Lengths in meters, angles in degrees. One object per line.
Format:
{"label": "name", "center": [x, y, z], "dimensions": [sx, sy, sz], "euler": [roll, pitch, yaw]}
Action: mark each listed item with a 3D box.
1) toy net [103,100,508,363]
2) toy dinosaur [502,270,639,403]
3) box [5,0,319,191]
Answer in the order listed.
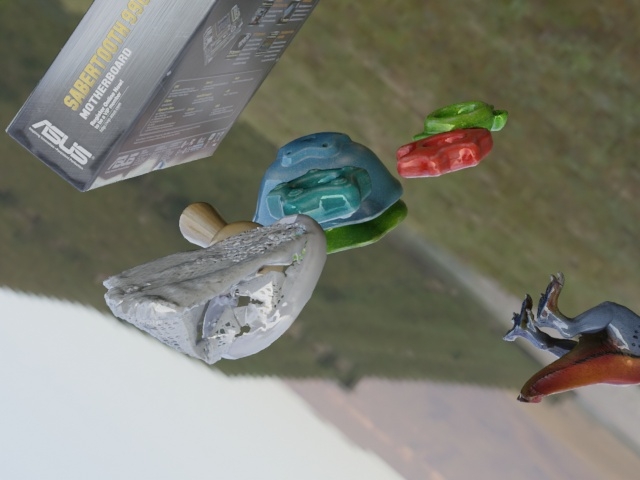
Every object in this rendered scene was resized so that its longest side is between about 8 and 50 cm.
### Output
{"label": "toy net", "center": [0.000, 0.000, 0.676], "dimensions": [0.232, 0.122, 0.045], "euler": [-46, -55, -63]}
{"label": "toy dinosaur", "center": [0.100, 0.040, 0.552], "dimensions": [0.082, 0.090, 0.047], "euler": [25, 141, -7]}
{"label": "box", "center": [-0.065, -0.124, 0.982], "dimensions": [0.056, 0.183, 0.231], "euler": [37, -165, 6]}
